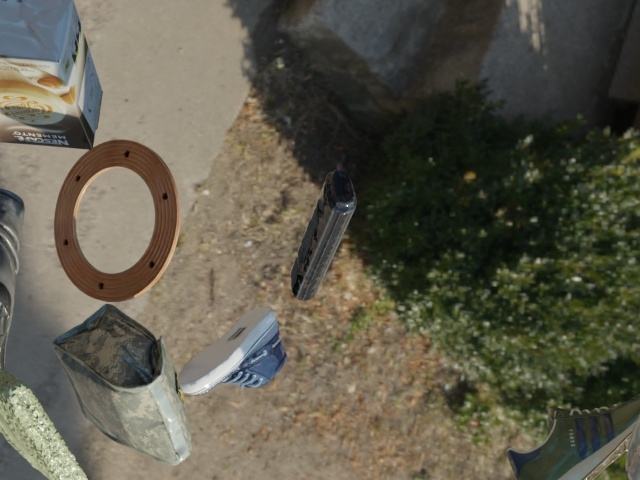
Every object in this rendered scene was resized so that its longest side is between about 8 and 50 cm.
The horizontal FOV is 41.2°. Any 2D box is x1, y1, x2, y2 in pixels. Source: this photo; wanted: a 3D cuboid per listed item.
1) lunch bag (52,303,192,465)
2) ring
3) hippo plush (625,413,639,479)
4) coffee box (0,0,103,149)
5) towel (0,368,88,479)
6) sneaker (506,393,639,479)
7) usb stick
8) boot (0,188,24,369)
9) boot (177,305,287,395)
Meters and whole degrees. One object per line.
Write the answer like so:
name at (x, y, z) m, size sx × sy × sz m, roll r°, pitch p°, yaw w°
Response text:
lunch bag at (-0.369, 0.295, 1.699) m, size 0.169 × 0.287 × 0.235 m, roll -37°, pitch 134°, yaw -32°
ring at (-0.419, -0.041, 1.756) m, size 0.032 × 0.336 × 0.337 m, roll 10°, pitch 86°, yaw -61°
hippo plush at (0.343, 0.186, 0.613) m, size 0.294 × 0.234 × 0.237 m, roll -39°, pitch 129°, yaw -25°
coffee box at (-0.377, -0.216, 1.115) m, size 0.141 × 0.246 × 0.098 m, roll 5°, pitch 72°, yaw -3°
towel at (-0.276, 0.172, 0.791) m, size 0.027 × 0.110 × 0.148 m, roll -42°, pitch 131°, yaw -32°
sneaker at (0.289, 0.208, 0.937) m, size 0.192 × 0.086 × 0.064 m, roll -36°, pitch 149°, yaw -11°
usb stick at (0.000, 0.000, 1.278) m, size 0.045 × 0.278 × 0.077 m, roll 3°, pitch 57°, yaw -13°
boot at (-0.504, 0.100, 1.271) m, size 0.118 × 0.338 × 0.223 m, roll 19°, pitch 40°, yaw -24°
boot at (-0.105, 0.167, 1.110) m, size 0.190 × 0.069 × 0.086 m, roll -40°, pitch 115°, yaw -48°
